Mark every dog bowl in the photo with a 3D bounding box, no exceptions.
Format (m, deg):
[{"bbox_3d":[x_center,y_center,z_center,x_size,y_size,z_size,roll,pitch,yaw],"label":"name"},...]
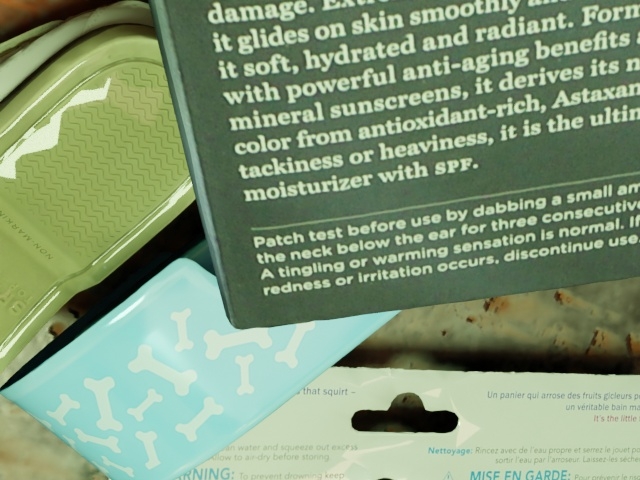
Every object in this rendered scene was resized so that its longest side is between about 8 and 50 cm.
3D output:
[{"bbox_3d":[0.000,0.000,0.594,0.297,0.166,0.074,-37,96,-7],"label":"dog bowl"}]

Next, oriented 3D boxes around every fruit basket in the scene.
[{"bbox_3d":[0.030,0.239,0.737,0.327,0.165,0.353,3,93,-20],"label":"fruit basket"}]

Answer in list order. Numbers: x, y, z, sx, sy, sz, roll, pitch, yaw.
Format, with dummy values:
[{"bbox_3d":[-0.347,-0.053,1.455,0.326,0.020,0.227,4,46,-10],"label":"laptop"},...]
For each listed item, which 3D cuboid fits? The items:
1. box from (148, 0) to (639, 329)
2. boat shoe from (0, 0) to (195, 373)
[{"bbox_3d":[0.025,-0.185,0.420,0.183,0.296,0.294,-8,132,0],"label":"box"},{"bbox_3d":[-0.174,0.006,0.582,0.302,0.103,0.113,-33,119,2],"label":"boat shoe"}]
